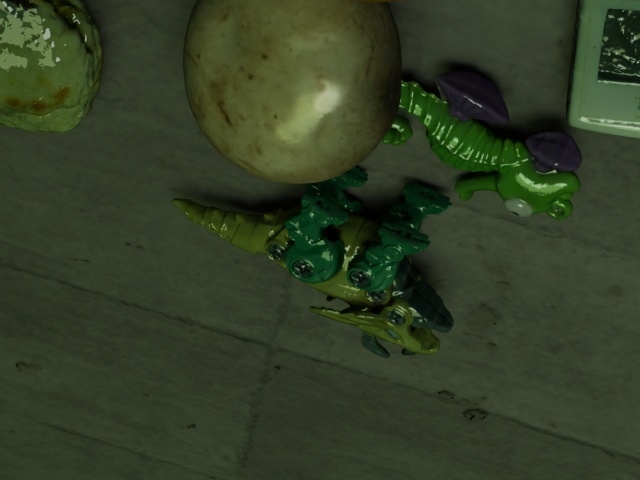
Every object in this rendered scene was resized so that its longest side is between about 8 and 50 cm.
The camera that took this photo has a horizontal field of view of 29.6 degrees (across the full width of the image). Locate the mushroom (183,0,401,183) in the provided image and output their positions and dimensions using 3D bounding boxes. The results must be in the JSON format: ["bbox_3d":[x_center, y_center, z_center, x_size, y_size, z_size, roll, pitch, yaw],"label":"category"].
[{"bbox_3d":[-0.019,-0.122,0.847,0.166,0.127,0.166,4,99,25],"label":"mushroom"}]

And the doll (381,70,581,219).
[{"bbox_3d":[0.111,-0.071,0.910,0.190,0.050,0.115,31,144,-4],"label":"doll"}]

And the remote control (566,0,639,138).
[{"bbox_3d":[0.234,-0.204,0.736,0.145,0.050,0.344,7,135,12],"label":"remote control"}]

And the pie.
[{"bbox_3d":[-0.285,-0.167,0.916,0.248,0.090,0.201,20,135,-8],"label":"pie"}]

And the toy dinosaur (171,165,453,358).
[{"bbox_3d":[0.000,0.000,0.995,0.259,0.094,0.153,27,132,3],"label":"toy dinosaur"}]
